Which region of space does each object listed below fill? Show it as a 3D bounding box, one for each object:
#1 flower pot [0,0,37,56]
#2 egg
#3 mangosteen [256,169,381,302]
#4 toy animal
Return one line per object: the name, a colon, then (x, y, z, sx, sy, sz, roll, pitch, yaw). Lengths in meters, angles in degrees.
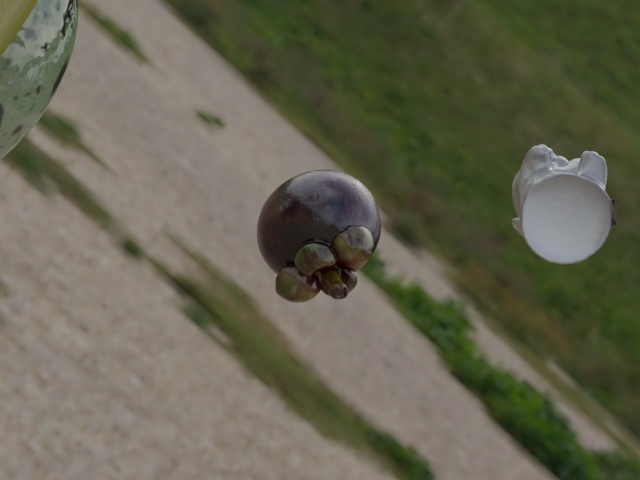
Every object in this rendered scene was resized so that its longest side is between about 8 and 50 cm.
flower pot: (-0.357, -0.238, 1.809, 0.195, 0.179, 0.195, 11, -29, 6)
egg: (-0.456, -0.257, 2.434, 0.287, 0.379, 0.287, 13, -4, 1)
mangosteen: (0.000, 0.000, 2.685, 0.200, 0.200, 0.200, 41, 6, -5)
toy animal: (0.262, -0.045, 2.125, 0.221, 0.104, 0.131, -61, 141, -86)
